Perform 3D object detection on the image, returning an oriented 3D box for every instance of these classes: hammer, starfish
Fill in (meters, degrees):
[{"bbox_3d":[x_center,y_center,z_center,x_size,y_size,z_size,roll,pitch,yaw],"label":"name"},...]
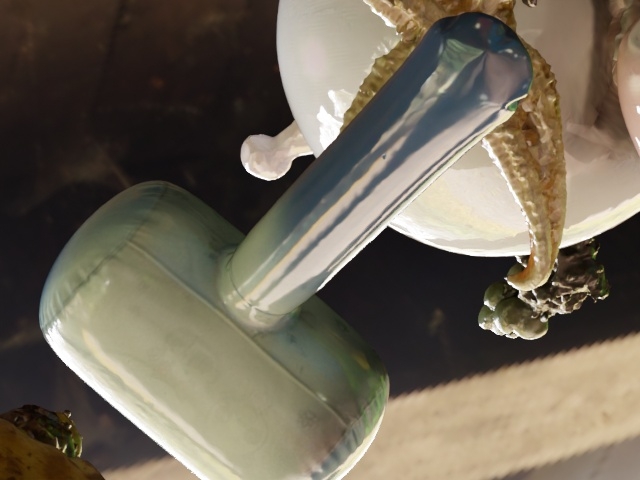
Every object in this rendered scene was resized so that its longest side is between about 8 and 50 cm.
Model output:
[{"bbox_3d":[0.000,0.000,0.520,0.194,0.116,0.069,-46,5,39],"label":"hammer"},{"bbox_3d":[0.044,-0.077,0.774,0.138,0.050,0.247,-16,-72,-16],"label":"starfish"}]

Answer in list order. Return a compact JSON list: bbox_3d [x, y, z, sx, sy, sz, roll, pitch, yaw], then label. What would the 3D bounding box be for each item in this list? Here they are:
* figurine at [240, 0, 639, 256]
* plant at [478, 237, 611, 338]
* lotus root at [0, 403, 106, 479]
[{"bbox_3d":[0.120,-0.104,0.894,0.211,0.361,0.253,-30,-67,-28],"label":"figurine"},{"bbox_3d":[0.194,0.040,1.526,0.087,0.085,0.174,-52,1,-33],"label":"plant"},{"bbox_3d":[-0.210,0.206,1.126,0.169,0.314,0.141,31,-77,-13],"label":"lotus root"}]
